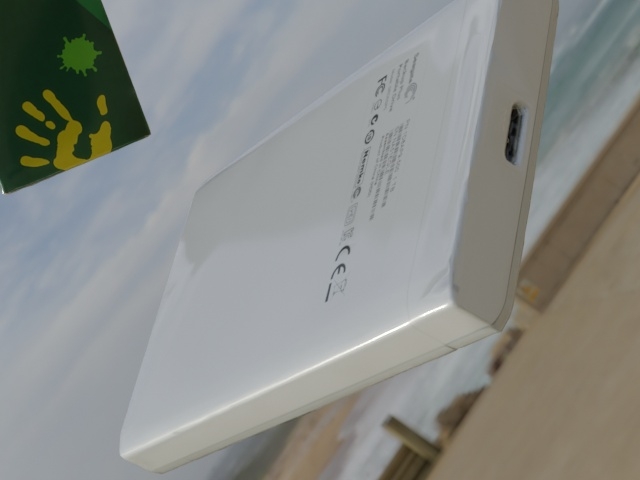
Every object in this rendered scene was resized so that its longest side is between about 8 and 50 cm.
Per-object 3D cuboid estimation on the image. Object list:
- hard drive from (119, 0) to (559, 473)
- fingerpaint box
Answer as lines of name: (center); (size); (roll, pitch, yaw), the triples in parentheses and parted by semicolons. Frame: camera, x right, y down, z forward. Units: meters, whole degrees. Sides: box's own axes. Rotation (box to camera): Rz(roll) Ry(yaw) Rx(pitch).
hard drive: (0.000, 0.000, 0.807); (0.353, 0.047, 0.233); (-30, 38, 49)
fingerpaint box: (-0.368, -0.273, 1.346); (0.163, 0.371, 0.445); (-24, 20, -17)
